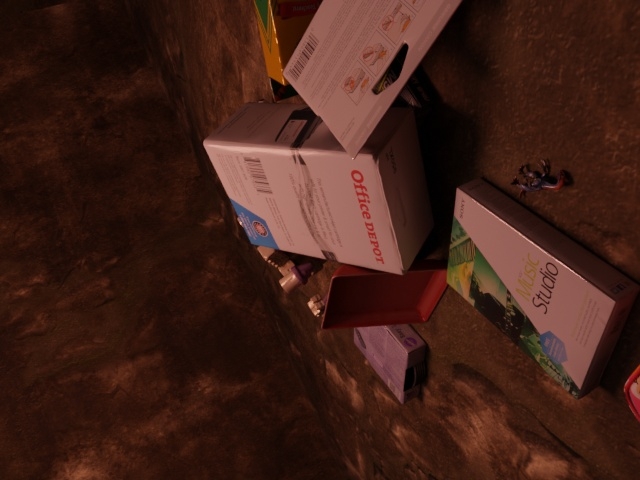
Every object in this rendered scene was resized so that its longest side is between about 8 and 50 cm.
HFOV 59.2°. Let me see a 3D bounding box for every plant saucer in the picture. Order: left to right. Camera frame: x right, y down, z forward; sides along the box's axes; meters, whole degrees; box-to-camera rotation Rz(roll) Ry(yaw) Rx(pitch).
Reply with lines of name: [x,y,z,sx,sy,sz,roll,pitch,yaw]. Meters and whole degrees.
plant saucer: [0.136,0.116,1.240,0.259,0.259,0.047,99,165,-57]

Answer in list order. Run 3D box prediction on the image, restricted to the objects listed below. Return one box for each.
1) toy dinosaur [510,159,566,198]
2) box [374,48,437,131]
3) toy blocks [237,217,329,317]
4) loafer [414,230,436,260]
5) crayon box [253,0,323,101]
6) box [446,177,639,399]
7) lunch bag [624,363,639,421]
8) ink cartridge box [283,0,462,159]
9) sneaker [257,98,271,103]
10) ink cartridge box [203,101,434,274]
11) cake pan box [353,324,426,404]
toy dinosaur: [0.327,-0.088,0.833,0.082,0.047,0.090,33,176,43]
box: [0.130,-0.280,1.089,0.184,0.045,0.190,63,160,15]
toy blocks: [0.000,0.000,1.496,0.309,0.260,0.288,54,-175,28]
loafer: [0.190,0.016,1.234,0.062,0.061,0.170,60,160,15]
crayon box: [-0.015,-0.432,1.068,0.081,0.202,0.318,43,151,49]
box: [0.336,0.071,0.924,0.322,0.058,0.232,48,153,44]
lunch bag: [0.462,0.158,0.601,0.258,0.120,0.293,54,157,33]
ink cartridge box: [0.084,-0.320,0.916,0.296,0.066,0.261,-54,53,30]
sneaker: [-0.132,-0.335,1.690,0.083,0.071,0.190,17,136,57]
ink cartridge box: [0.004,-0.112,1.133,0.395,0.166,0.285,11,138,33]
cake pan box: [0.183,0.283,1.541,0.267,0.070,0.245,49,156,41]
